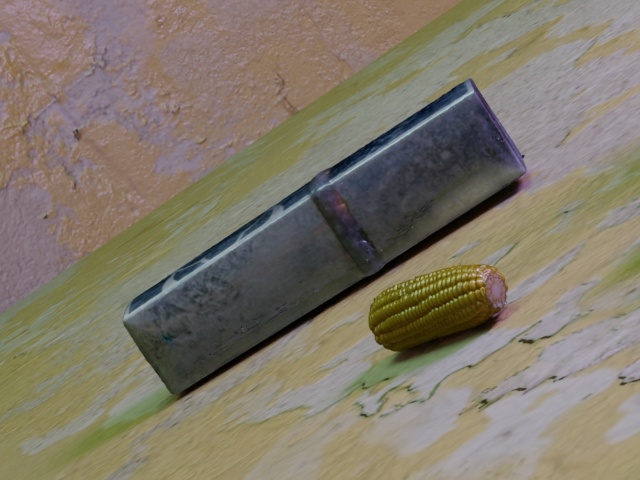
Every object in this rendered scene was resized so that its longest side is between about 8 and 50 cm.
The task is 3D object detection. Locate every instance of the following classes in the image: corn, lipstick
[{"bbox_3d":[0.059,0.034,0.944,0.092,0.037,0.037,-19,16,47],"label":"corn"},{"bbox_3d":[0.000,0.000,1.236,0.289,0.076,0.077,-34,10,9],"label":"lipstick"}]
